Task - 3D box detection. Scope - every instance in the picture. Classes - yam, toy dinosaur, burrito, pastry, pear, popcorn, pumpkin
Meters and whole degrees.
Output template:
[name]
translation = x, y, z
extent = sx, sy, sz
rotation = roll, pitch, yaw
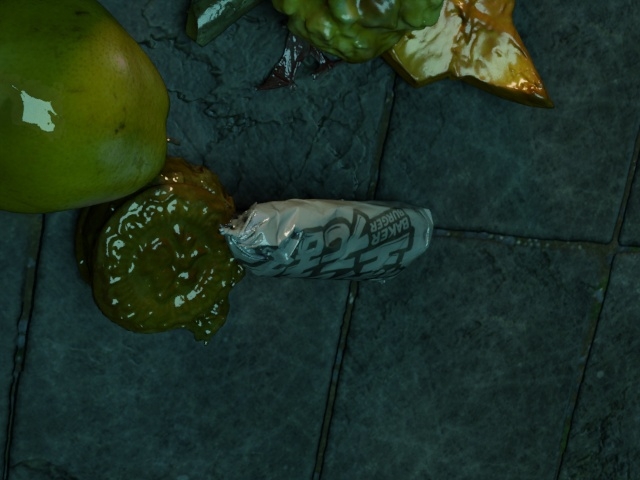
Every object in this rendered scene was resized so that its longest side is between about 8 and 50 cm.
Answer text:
[yam]
translation = -0.129, -0.327, 1.440
extent = 0.146, 0.069, 0.070
rotation = -39, 118, -9
[toy dinosaur]
translation = -0.009, -0.279, 1.529
extent = 0.220, 0.032, 0.108
rotation = -37, 115, -13
[burrito]
translation = 0.000, 0.000, 1.510
extent = 0.445, 0.101, 0.139
rotation = 0, 139, -50
[pastry]
translation = -0.218, 0.003, 1.473
extent = 0.235, 0.132, 0.240
rotation = 17, 103, -38
[pear]
translation = -0.322, -0.176, 1.286
extent = 0.336, 0.285, 0.285
rotation = -19, 114, -35
[popcorn]
translation = 0.049, -0.364, 1.400
extent = 0.249, 0.225, 0.249
rotation = -2, 74, 7
[pumpkin]
translation = 0.210, -0.331, 1.572
extent = 0.258, 0.095, 0.290
rotation = -6, 100, -12
